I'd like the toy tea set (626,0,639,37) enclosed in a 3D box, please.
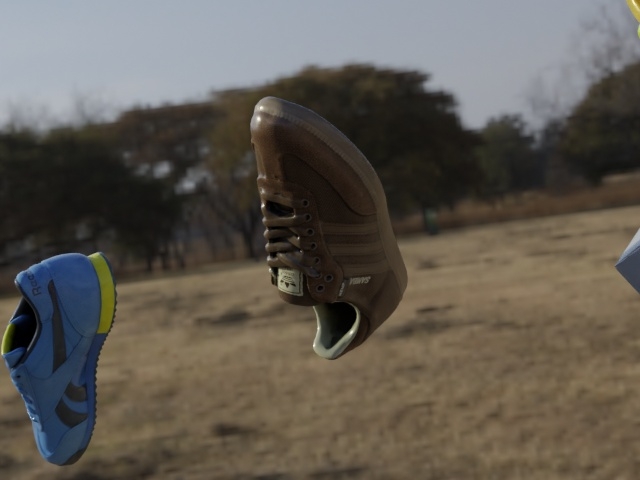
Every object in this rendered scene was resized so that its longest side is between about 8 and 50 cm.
[{"bbox_3d":[0.155,-0.278,0.937,0.124,0.336,0.200,-19,45,-4],"label":"toy tea set"}]

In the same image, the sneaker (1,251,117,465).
[{"bbox_3d":[-0.212,0.095,1.150,0.082,0.209,0.069,-11,45,-30],"label":"sneaker"}]

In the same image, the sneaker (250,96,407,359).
[{"bbox_3d":[0.000,0.000,0.871,0.066,0.071,0.188,17,-28,36],"label":"sneaker"}]

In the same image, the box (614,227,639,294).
[{"bbox_3d":[0.231,0.017,0.746,0.038,0.145,0.186,-42,1,38],"label":"box"}]
